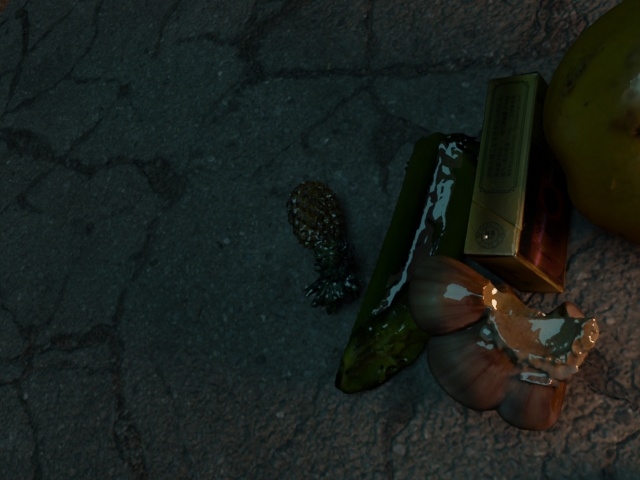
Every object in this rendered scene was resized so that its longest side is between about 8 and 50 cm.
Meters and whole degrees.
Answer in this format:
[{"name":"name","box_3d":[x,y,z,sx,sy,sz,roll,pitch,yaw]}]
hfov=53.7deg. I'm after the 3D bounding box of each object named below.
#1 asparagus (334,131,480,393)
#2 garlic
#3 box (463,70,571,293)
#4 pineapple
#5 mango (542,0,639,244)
[{"name":"asparagus","box_3d":[0.129,0.040,0.861,0.129,0.108,0.381,16,81,31]},{"name":"garlic","box_3d":[0.195,0.122,0.737,0.214,0.191,0.160,17,79,11]},{"name":"box","box_3d":[0.259,-0.069,0.796,0.071,0.159,0.240,-1,69,39]},{"name":"pineapple","box_3d":[0.000,0.000,0.959,0.103,0.083,0.221,-33,58,27]},{"name":"mango","box_3d":[0.463,-0.115,0.651,0.446,0.232,0.299,9,103,19]}]
